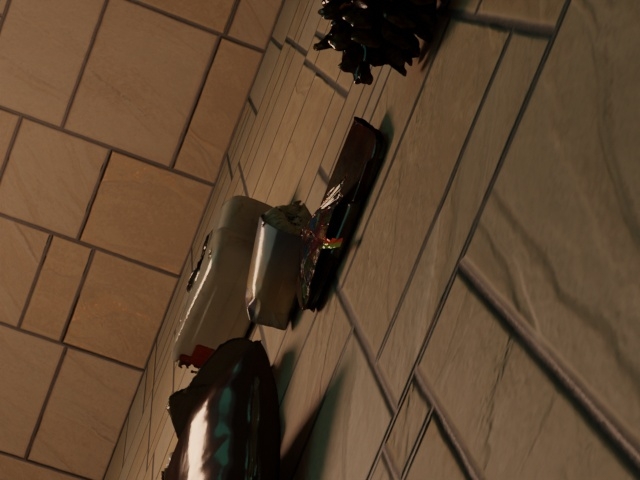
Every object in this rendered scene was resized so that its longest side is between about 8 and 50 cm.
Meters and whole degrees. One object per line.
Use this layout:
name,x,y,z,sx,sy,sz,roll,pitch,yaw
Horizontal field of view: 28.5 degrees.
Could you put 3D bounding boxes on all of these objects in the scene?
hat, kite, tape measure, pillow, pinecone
hat,-0.146,0.215,1.769,0.175,0.085,0.147,-45,-4,-9
kite,0.000,0.000,1.631,0.159,0.010,0.190,-152,79,-71
tape measure,-0.166,0.071,2.204,0.265,0.130,0.258,-84,15,-55
pillow,-0.126,0.320,1.493,0.305,0.108,0.308,122,155,-49
pinecone,0.071,-0.306,1.561,0.184,0.179,0.204,-49,-28,-49

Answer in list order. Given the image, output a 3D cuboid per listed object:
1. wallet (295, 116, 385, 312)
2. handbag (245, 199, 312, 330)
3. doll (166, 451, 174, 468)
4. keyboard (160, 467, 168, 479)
wallet,0.023,-0.033,1.663,0.137,0.031,0.255,-118,46,-71
handbag,-0.060,0.029,1.815,0.117,0.095,0.173,-116,44,-72
doll,-0.215,0.400,1.952,0.129,0.081,0.207,-10,-62,-81
keyboard,-0.215,0.416,1.866,0.055,0.017,0.166,-109,9,-58
